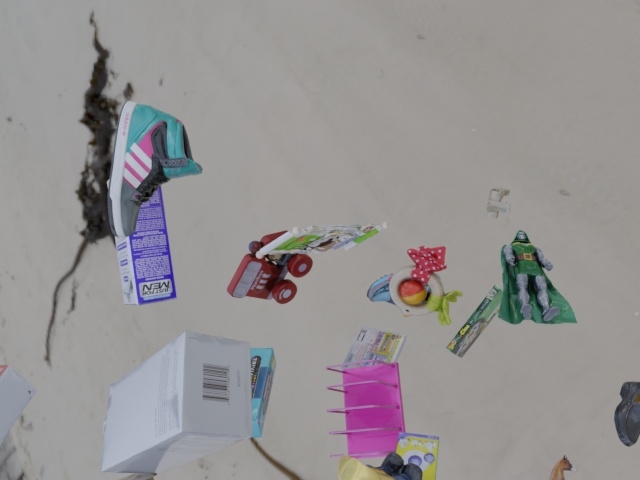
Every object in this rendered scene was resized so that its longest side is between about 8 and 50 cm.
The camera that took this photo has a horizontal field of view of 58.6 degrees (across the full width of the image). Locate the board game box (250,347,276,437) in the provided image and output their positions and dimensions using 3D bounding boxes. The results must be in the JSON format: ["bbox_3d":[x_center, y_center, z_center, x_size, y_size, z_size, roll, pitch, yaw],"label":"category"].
[{"bbox_3d":[-0.311,0.419,1.597,0.337,0.253,0.079,-1,127,8],"label":"board game box"}]

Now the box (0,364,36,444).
[{"bbox_3d":[-0.680,0.323,1.121,0.171,0.130,0.091,-7,130,22],"label":"box"}]

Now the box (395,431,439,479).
[{"bbox_3d":[0.232,0.562,1.401,0.105,0.179,0.043,2,128,15],"label":"box"}]

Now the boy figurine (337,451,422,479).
[{"bbox_3d":[0.106,0.485,1.162,0.177,0.285,0.092,21,82,34],"label":"boy figurine"}]

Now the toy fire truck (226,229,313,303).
[{"bbox_3d":[-0.195,0.097,2.174,0.169,0.254,0.302,42,108,40],"label":"toy fire truck"}]

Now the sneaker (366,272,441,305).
[{"bbox_3d":[0.286,0.176,1.877,0.104,0.262,0.125,92,168,-50],"label":"sneaker"}]

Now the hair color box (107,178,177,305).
[{"bbox_3d":[-0.463,-0.007,1.471,0.185,0.110,0.338,-10,87,61],"label":"hair color box"}]

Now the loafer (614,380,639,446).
[{"bbox_3d":[0.715,0.387,1.295,0.062,0.170,0.061,39,143,-9],"label":"loafer"}]

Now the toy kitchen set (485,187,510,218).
[{"bbox_3d":[0.544,-0.109,1.700,0.068,0.075,0.083,18,109,36],"label":"toy kitchen set"}]

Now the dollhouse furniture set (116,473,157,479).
[{"bbox_3d":[-0.449,0.604,1.253,0.129,0.184,0.129,-33,73,51],"label":"dollhouse furniture set"}]

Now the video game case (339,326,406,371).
[{"bbox_3d":[0.199,0.425,2.139,0.194,0.212,0.023,5,136,31],"label":"video game case"}]

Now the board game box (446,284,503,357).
[{"bbox_3d":[0.521,0.272,1.887,0.030,0.136,0.259,39,91,36],"label":"board game box"}]

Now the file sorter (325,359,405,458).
[{"bbox_3d":[0.135,0.536,1.812,0.202,0.182,0.290,-15,66,26],"label":"file sorter"}]

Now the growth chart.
[{"bbox_3d":[0.000,0.000,1.168,0.172,0.238,0.021,-38,61,54],"label":"growth chart"}]

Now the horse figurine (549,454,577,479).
[{"bbox_3d":[0.696,0.791,1.688,0.263,0.066,0.174,-61,25,10],"label":"horse figurine"}]

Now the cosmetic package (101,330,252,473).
[{"bbox_3d":[-0.302,0.342,1.165,0.366,0.155,0.196,-35,49,41],"label":"cosmetic package"}]

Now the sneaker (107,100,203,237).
[{"bbox_3d":[-0.352,-0.142,1.244,0.124,0.179,0.295,-112,31,-81],"label":"sneaker"}]

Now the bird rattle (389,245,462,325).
[{"bbox_3d":[0.297,0.139,1.683,0.207,0.143,0.253,-21,112,29],"label":"bird rattle"}]

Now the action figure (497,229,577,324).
[{"bbox_3d":[0.396,0.060,1.089,0.232,0.137,0.063,-81,-3,-51],"label":"action figure"}]
